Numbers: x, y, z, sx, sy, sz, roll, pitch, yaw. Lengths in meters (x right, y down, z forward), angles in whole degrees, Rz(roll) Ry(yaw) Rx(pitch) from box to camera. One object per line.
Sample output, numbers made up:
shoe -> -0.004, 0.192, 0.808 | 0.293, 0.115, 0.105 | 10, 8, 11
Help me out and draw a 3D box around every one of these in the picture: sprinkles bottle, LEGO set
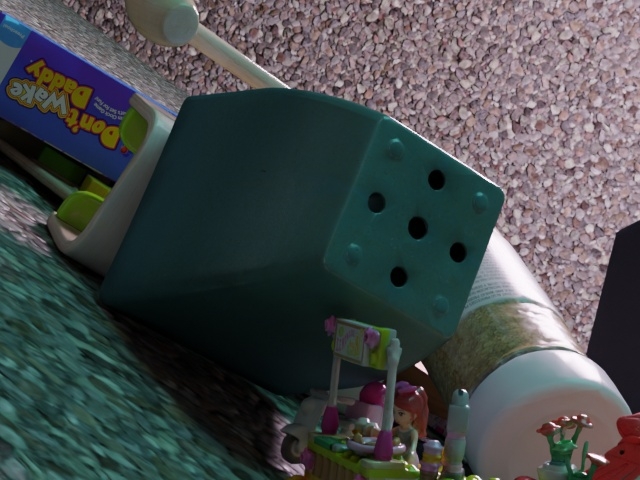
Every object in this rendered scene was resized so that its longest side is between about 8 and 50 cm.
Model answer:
sprinkles bottle -> 0.134, 0.076, 1.296 | 0.121, 0.121, 0.355 | 33, 15, -25
LEGO set -> 0.080, 0.106, 0.918 | 0.132, 0.107, 0.287 | 4, 2, -44

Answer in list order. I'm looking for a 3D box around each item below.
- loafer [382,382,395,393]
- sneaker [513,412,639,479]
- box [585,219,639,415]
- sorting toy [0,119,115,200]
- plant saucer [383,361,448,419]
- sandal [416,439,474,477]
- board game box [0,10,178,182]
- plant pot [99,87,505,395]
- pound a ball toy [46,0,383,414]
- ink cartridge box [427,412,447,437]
loafer -> 0.050, 0.121, 1.465 | 0.045, 0.039, 0.125 | 32, 7, -24
sneaker -> 0.216, 0.157, 0.986 | 0.279, 0.118, 0.107 | -21, -34, 39
box -> 0.409, 0.172, 1.490 | 0.312, 0.343, 0.179 | 32, -35, -18
sorting toy -> -0.175, -0.029, 1.417 | 0.193, 0.038, 0.208 | 30, 7, -47
plant saucer -> 0.091, 0.101, 1.432 | 0.200, 0.037, 0.200 | 31, 17, -10
sandal -> 0.178, 0.233, 1.254 | 0.254, 0.054, 0.097 | 26, -3, 4
board game box -> -0.227, -0.125, 1.518 | 0.233, 0.078, 0.347 | 31, 0, -16
plant pot -> 0.000, 0.000, 1.065 | 0.166, 0.165, 0.234 | 31, -18, -27
pound a ball toy -> -0.052, -0.027, 1.229 | 0.319, 0.208, 0.136 | 33, 5, -27
ink cartridge box -> 0.144, 0.153, 1.575 | 0.231, 0.078, 0.134 | 36, 4, 14
